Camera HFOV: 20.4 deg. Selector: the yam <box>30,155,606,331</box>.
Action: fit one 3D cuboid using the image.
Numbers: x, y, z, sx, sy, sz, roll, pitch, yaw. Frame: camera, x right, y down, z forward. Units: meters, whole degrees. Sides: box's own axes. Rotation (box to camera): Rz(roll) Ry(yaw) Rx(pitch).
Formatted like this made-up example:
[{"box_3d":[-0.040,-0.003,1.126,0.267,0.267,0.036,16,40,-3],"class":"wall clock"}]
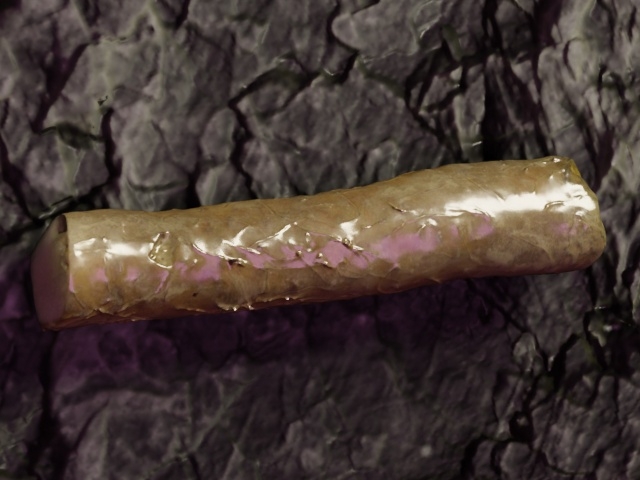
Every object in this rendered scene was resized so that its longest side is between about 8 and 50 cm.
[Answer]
[{"box_3d":[0.000,0.000,1.080,0.357,0.081,0.081,-6,108,-19],"class":"yam"}]
